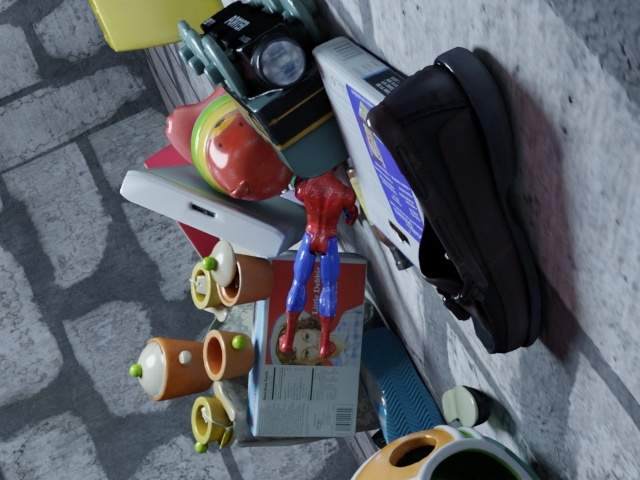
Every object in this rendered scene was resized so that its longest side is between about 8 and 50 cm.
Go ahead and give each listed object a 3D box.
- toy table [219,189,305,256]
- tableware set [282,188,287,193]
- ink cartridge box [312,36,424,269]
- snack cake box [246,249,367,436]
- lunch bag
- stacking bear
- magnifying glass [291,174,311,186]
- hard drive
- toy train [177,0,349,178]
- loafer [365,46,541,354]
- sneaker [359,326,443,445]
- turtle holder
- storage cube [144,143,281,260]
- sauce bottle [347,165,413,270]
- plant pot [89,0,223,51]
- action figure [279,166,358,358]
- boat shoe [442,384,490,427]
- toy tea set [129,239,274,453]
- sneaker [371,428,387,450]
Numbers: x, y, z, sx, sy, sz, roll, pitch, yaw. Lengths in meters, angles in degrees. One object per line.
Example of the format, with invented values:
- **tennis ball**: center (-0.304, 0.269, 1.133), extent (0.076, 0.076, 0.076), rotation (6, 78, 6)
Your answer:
- **toy table**: center (-0.060, 0.064, 1.963), extent (0.252, 0.161, 0.274), rotation (85, 159, -68)
- **tableware set**: center (-0.091, -0.150, 1.999), extent (0.141, 0.020, 0.168), rotation (64, 172, 3)
- **ink cartridge box**: center (0.070, -0.076, 1.083), extent (0.206, 0.045, 0.208), rotation (50, 162, 60)
- **snack cake box**: center (-0.022, 0.148, 1.622), extent (0.089, 0.152, 0.264), rotation (-152, 66, -76)
- **lunch bag**: center (-0.019, 0.200, 1.814), extent (0.169, 0.287, 0.235), rotation (-77, -23, -51)
- **stacking bear**: center (-0.103, -0.130, 1.538), extent (0.164, 0.175, 0.289), rotation (51, -179, -17)
- **magnifying glass**: center (-0.056, -0.131, 1.813), extent (0.231, 0.026, 0.092), rotation (55, 168, 54)
- **hard drive**: center (-0.137, -0.052, 1.673), extent (0.233, 0.047, 0.353), rotation (22, -173, 5)
- **toy train**: center (-0.058, -0.188, 1.282), extent (0.190, 0.142, 0.334), rotation (57, 175, -22)
- **loafer**: center (0.103, -0.012, 0.882), extent (0.109, 0.095, 0.302), rotation (56, 169, 46)
- **sneaker**: center (0.119, 0.243, 1.640), extent (0.092, 0.087, 0.228), rotation (88, 165, -66)
- **turtle holder**: center (0.154, 0.345, 1.170), extent (0.227, 0.243, 0.320), rotation (107, 149, -53)
- **storage cube**: center (-0.194, -0.097, 2.123), extent (0.215, 0.193, 0.183), rotation (59, 177, -40)
- **sauce bottle**: center (0.071, -0.028, 1.238), extent (0.042, 0.042, 0.128), rotation (-163, 49, -79)
- **plant pot**: center (-0.291, -0.420, 1.851), extent (0.212, 0.187, 0.212), rotation (67, 172, -19)
- **action figure**: center (0.000, 0.000, 1.496), extent (0.139, 0.091, 0.280), rotation (-77, -5, -69)
- **boat shoe**: center (0.172, 0.188, 1.272), extent (0.133, 0.042, 0.049), rotation (120, 144, -81)
- **toy tea set**: center (-0.181, 0.136, 1.601), extent (0.200, 0.124, 0.336), rotation (47, 128, 49)
- **sneaker**: center (0.147, 0.343, 1.838), extent (0.087, 0.083, 0.221), rotation (51, 177, 0)
